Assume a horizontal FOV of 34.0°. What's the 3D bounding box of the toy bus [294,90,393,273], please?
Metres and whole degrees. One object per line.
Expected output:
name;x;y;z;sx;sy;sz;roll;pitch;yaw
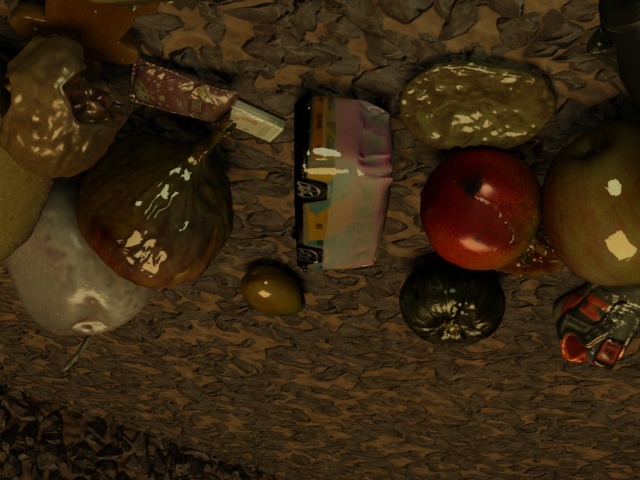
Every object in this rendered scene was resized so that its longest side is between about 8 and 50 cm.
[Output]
toy bus;0.037;-0.098;1.776;0.162;0.171;0.386;-1;153;-2

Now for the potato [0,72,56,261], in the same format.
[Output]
potato;-0.674;-0.166;1.727;0.385;0.319;0.442;-19;149;-34

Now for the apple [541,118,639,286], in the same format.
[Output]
apple;0.462;-0.060;1.617;0.257;0.257;0.234;-21;114;45

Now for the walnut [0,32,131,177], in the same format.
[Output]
walnut;-0.392;-0.178;1.596;0.204;0.141;0.238;-39;148;1

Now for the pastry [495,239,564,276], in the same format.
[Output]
pastry;0.372;-0.011;1.904;0.182;0.093;0.192;11;149;-1

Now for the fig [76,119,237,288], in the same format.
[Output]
fig;-0.237;-0.096;1.793;0.286;0.286;0.369;26;131;-30

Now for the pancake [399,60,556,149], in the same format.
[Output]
pancake;0.241;-0.209;1.614;0.236;0.042;0.222;-10;143;27

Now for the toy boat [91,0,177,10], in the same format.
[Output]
toy boat;-0.156;-0.382;1.304;0.445;0.136;0.162;-3;146;25

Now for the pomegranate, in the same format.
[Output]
pomegranate;0.278;-0.045;1.737;0.235;0.210;0.210;34;149;-5

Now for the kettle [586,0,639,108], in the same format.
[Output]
kettle;0.484;-0.268;1.294;0.268;0.207;0.290;-41;122;20

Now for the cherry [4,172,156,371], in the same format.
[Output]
cherry;-0.463;0.024;2.002;0.326;0.291;0.335;38;153;32

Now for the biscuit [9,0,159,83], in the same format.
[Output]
biscuit;-0.360;-0.323;1.568;0.197;0.049;0.301;17;152;-17

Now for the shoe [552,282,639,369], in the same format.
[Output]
shoe;0.583;0.169;2.105;0.132;0.171;0.336;19;152;-18

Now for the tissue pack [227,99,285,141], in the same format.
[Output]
tissue pack;-0.118;-0.203;1.756;0.108;0.023;0.056;22;150;-24

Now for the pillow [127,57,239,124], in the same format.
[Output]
pillow;-0.221;-0.239;1.694;0.185;0.043;0.118;21;148;0

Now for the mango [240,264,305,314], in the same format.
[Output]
mango;-0.100;0.117;2.317;0.130;0.092;0.195;-12;155;32

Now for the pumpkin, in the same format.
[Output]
pumpkin;0.270;0.132;2.149;0.224;0.157;0.223;4;142;3

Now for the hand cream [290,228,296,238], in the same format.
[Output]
hand cream;0.000;0.000;2.122;0.122;0.023;0.036;16;156;-5
